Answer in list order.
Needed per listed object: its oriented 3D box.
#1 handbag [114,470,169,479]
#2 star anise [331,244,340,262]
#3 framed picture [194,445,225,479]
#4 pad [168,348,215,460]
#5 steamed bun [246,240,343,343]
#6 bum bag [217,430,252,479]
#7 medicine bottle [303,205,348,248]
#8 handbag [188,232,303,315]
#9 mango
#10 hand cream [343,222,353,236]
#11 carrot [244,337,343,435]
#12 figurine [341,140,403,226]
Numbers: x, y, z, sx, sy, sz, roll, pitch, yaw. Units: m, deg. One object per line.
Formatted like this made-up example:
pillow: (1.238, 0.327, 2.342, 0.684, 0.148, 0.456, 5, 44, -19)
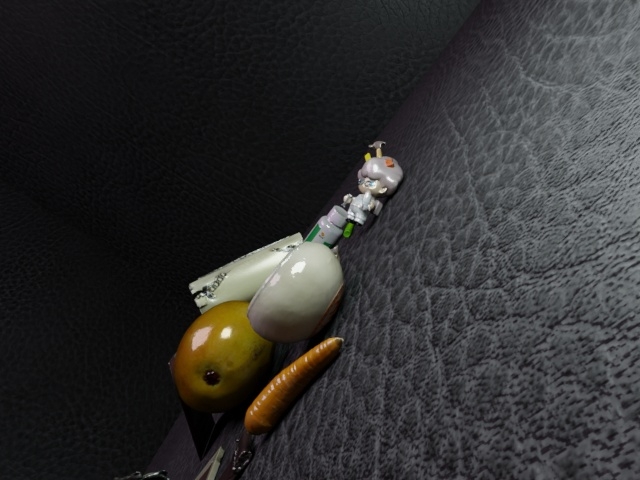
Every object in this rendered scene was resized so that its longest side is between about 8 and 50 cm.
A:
handbag: (-0.461, 0.698, 1.104, 0.327, 0.163, 0.325, -44, 19, 48)
star anise: (-0.005, 0.097, 1.271, 0.196, 0.073, 0.212, -59, 9, -7)
framed picture: (-0.293, 0.599, 1.040, 0.211, 0.020, 0.289, -53, 5, 14)
pad: (-0.366, 0.450, 1.432, 0.005, 0.299, 0.202, -14, 9, 2)
steamed bun: (-0.035, 0.120, 1.027, 0.231, 0.145, 0.232, -51, -8, -10)
bum bag: (-0.179, 0.446, 0.935, 0.159, 0.026, 0.109, -56, 7, -7)
medicine bottle: (0.000, 0.000, 1.680, 0.260, 0.095, 0.095, -53, 6, 25)
handbag: (-0.197, 0.121, 1.501, 0.359, 0.160, 0.236, -25, -13, -9)
mango: (-0.255, 0.316, 1.335, 0.300, 0.232, 0.445, -60, 0, -19)
hand cream: (0.090, -0.039, 1.525, 0.036, 0.023, 0.122, -56, 1, 23)
carrot: (-0.050, 0.249, 0.871, 0.271, 0.062, 0.066, -50, -26, 16)
figurine: (0.141, -0.140, 1.290, 0.137, 0.112, 0.228, 20, 80, 56)
